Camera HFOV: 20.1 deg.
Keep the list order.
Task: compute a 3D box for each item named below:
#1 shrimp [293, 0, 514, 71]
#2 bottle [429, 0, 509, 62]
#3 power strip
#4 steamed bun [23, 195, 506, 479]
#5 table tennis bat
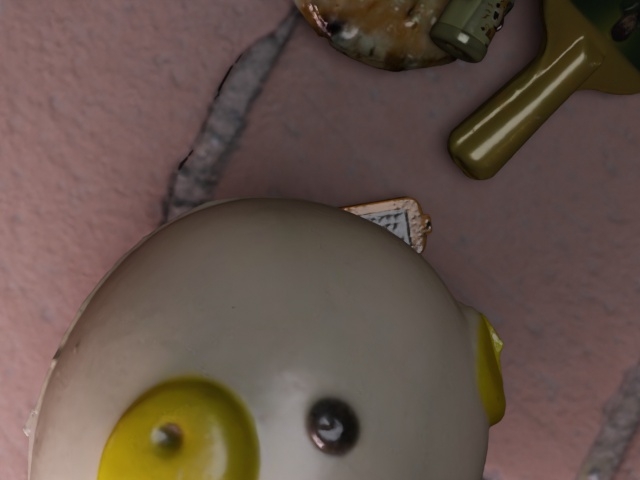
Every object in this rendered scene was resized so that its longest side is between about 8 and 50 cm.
[{"bbox_3d":[0.057,-0.314,1.401,0.233,0.071,0.365,-14,100,-14],"label":"shrimp"},{"bbox_3d":[0.127,-0.190,1.396,0.047,0.063,0.101,29,85,3],"label":"bottle"},{"bbox_3d":[0.000,0.000,1.440,0.178,0.028,0.049,-10,98,-9],"label":"power strip"},{"bbox_3d":[-0.044,0.155,1.308,0.334,0.334,0.374,20,98,-11],"label":"steamed bun"},{"bbox_3d":[0.223,-0.171,1.429,0.321,0.050,0.198,-45,131,5],"label":"table tennis bat"}]
